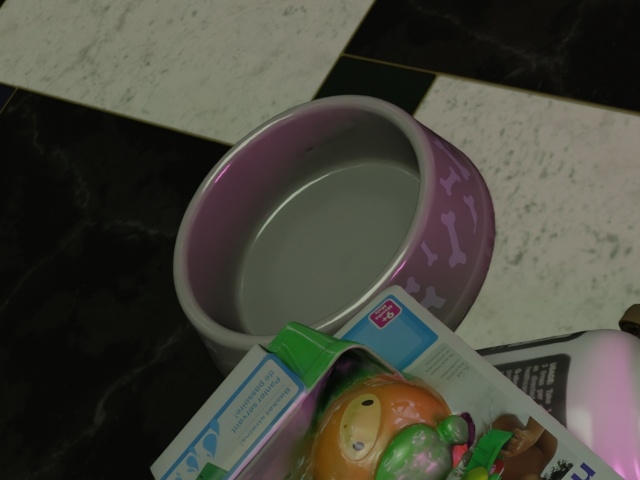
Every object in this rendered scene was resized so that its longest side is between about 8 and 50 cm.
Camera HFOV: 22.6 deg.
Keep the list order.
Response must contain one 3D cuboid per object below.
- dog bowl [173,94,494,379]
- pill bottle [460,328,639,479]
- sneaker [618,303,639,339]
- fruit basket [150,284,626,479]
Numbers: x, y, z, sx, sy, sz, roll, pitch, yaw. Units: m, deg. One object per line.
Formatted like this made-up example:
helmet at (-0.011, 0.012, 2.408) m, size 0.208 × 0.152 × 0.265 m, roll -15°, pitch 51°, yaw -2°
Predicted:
dog bowl at (0.000, 0.000, 1.651) m, size 0.348 × 0.102 × 0.349 m, roll -19°, pitch 49°, yaw 22°
pill bottle at (0.180, 0.186, 1.308) m, size 0.363 × 0.210 × 0.210 m, roll -12°, pitch 52°, yaw 28°
sneaker at (0.357, 0.080, 1.375) m, size 0.192 × 0.064 × 0.086 m, roll 23°, pitch 66°, yaw 43°
fruit basket at (0.018, 0.212, 1.125) m, size 0.327 × 0.165 × 0.353 m, roll -49°, pitch 30°, yaw 1°
